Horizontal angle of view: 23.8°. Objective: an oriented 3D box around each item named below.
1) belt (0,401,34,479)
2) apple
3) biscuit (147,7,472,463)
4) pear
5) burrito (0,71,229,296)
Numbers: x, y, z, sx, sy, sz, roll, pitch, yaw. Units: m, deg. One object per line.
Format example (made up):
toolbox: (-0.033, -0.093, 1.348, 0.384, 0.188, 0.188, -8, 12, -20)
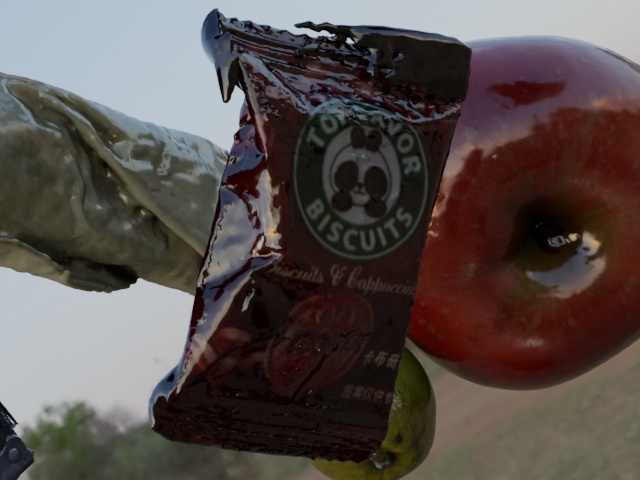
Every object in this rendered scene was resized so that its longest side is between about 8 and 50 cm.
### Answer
belt: (-0.380, 0.154, 1.477, 0.122, 0.218, 0.128, -8, 28, 48)
apple: (0.148, -0.022, 1.111, 0.260, 0.260, 0.216, -34, 14, 4)
biscuit: (-0.006, 0.000, 0.776, 0.151, 0.235, 0.063, 8, 3, -37)
pear: (0.031, 0.121, 1.081, 0.107, 0.107, 0.131, -34, 25, 13)
burrito: (-0.188, -0.043, 0.758, 0.392, 0.117, 0.076, 15, -39, -41)
